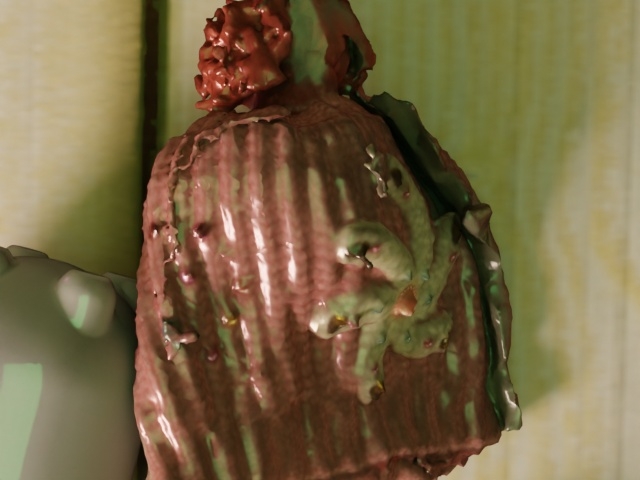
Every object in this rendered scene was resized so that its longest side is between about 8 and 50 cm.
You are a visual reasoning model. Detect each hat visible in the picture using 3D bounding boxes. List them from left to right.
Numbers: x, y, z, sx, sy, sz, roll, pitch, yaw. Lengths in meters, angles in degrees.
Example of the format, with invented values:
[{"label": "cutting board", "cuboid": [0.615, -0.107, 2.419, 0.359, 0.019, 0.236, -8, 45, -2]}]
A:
[{"label": "hat", "cuboid": [0.000, 0.000, 0.859, 0.236, 0.107, 0.286, -7, 89, -35]}]

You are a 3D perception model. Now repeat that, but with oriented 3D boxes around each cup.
[{"label": "cup", "cuboid": [-0.135, 0.084, 0.850, 0.173, 0.134, 0.142, 16, 89, -4]}]
